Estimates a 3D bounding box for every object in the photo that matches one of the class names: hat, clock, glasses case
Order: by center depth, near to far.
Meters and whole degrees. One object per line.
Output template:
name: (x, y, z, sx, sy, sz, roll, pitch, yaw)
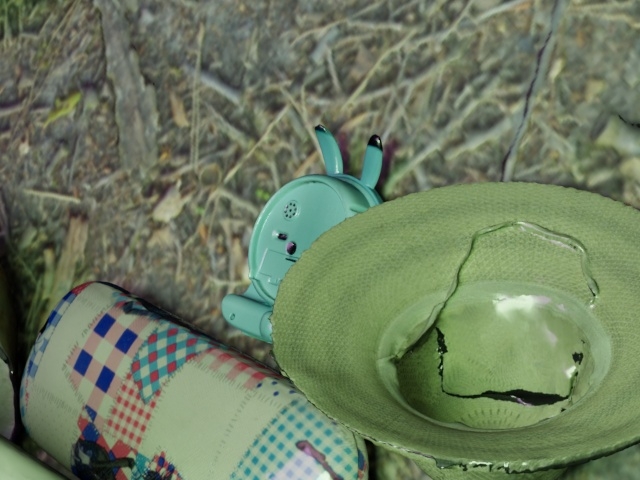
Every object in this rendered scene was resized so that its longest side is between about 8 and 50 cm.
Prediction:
hat: (0.098, 0.081, 1.071, 0.252, 0.252, 0.110, 40, 145, 44)
clock: (0.001, 0.000, 1.249, 0.108, 0.045, 0.147, 16, 86, 44)
glasses case: (-0.090, 0.122, 1.266, 0.327, 0.076, 0.125, 24, 94, 46)

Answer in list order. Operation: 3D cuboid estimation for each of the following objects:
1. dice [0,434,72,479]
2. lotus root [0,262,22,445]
dice: (-0.272, 0.253, 1.197, 0.304, 0.277, 0.304, 20, 75, 55)
lotus root: (-0.348, 0.069, 1.431, 0.272, 0.272, 0.192, -37, 42, 28)
